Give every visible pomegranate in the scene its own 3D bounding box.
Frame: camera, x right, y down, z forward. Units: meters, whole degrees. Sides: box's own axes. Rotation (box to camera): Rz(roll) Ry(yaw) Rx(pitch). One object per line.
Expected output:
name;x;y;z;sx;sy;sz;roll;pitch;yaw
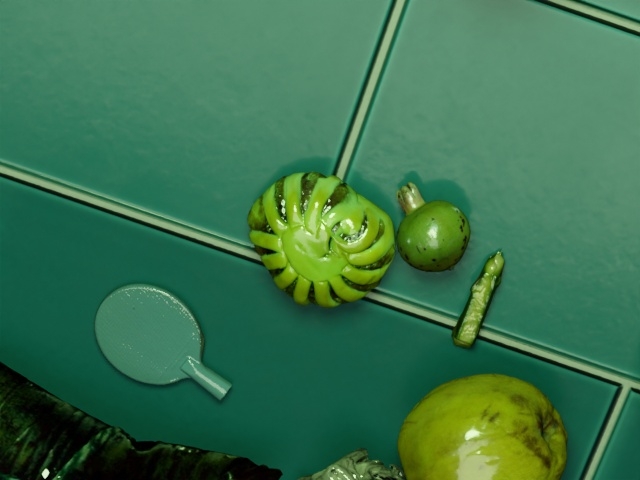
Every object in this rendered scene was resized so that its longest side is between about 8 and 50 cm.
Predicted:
pomegranate;0.099;-0.008;1.806;0.084;0.073;0.073;28;109;6

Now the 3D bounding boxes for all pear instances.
pear;0.154;0.203;1.833;0.162;0.149;0.149;-22;106;17

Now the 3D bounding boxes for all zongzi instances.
zongzi;-0.294;0.278;1.879;0.362;0.319;0.383;36;91;3

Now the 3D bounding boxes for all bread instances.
bread;0.000;0.000;1.819;0.130;0.071;0.139;-32;103;19

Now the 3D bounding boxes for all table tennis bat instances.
table tennis bat;-0.154;0.105;1.896;0.155;0.019;0.100;36;108;-5

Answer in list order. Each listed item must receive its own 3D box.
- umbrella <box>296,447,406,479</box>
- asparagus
umbrella;-0.046;0.342;1.939;0.113;0.106;0.358;45;115;0
asparagus;0.153;0.059;1.848;0.025;0.021;0.108;21;109;-1
